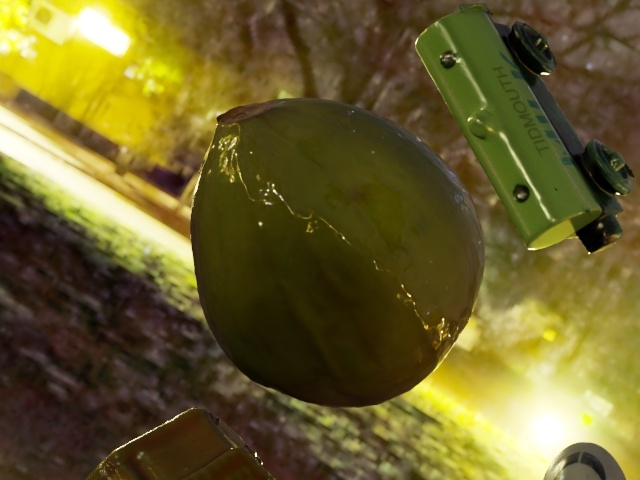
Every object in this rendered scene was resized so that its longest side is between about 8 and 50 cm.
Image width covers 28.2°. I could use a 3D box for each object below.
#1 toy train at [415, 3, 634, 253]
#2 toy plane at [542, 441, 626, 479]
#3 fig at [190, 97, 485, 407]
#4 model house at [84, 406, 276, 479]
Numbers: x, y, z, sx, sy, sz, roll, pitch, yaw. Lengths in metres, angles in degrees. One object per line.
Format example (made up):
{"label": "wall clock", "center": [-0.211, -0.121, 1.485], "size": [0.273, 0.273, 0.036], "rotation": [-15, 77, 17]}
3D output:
{"label": "toy train", "center": [0.174, -0.100, 1.124], "size": [0.157, 0.105, 0.253], "rotation": [-2, 61, -56]}
{"label": "toy plane", "center": [0.279, 0.326, 1.368], "size": [0.245, 0.244, 0.117], "rotation": [32, -19, 36]}
{"label": "fig", "center": [0.010, 0.001, 1.385], "size": [0.343, 0.343, 0.343], "rotation": [31, 2, -1]}
{"label": "model house", "center": [-0.152, 0.355, 1.637], "size": [0.239, 0.268, 0.173], "rotation": [36, -31, 45]}
